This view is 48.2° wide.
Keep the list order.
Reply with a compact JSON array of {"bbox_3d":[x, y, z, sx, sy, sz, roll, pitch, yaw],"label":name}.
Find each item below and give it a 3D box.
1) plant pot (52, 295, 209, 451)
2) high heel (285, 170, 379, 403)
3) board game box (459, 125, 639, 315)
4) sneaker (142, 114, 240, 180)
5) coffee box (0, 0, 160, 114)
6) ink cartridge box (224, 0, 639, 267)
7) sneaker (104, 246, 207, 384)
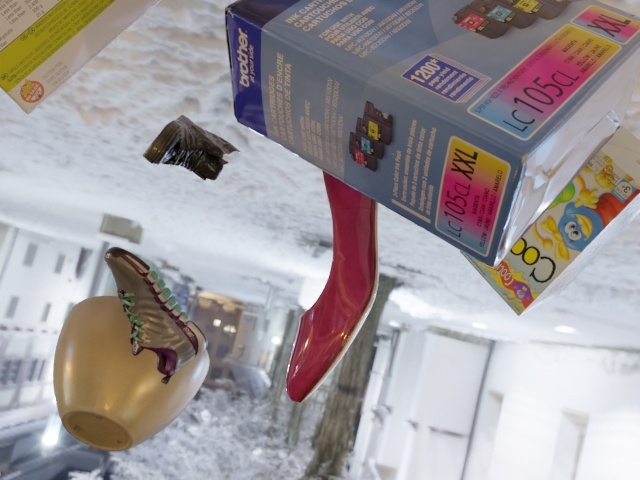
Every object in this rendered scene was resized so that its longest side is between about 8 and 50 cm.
[{"bbox_3d":[-0.366,0.266,1.298,0.284,0.191,0.284,8,136,8],"label":"plant pot"},{"bbox_3d":[0.000,0.000,0.882,0.181,0.377,0.127,26,168,3],"label":"high heel"},{"bbox_3d":[0.367,-0.038,1.084,0.144,0.275,0.142,-15,-122,-45],"label":"board game box"},{"bbox_3d":[-0.156,-0.109,0.890,0.089,0.051,0.170,40,-162,-11],"label":"sneaker"},{"bbox_3d":[-0.408,-0.443,0.911,0.337,0.338,0.334,42,173,39],"label":"coffee box"},{"bbox_3d":[0.090,-0.184,0.743,0.395,0.270,0.151,31,144,26],"label":"ink cartridge box"},{"bbox_3d":[-0.271,0.116,1.098,0.083,0.098,0.223,-9,123,55],"label":"sneaker"}]
